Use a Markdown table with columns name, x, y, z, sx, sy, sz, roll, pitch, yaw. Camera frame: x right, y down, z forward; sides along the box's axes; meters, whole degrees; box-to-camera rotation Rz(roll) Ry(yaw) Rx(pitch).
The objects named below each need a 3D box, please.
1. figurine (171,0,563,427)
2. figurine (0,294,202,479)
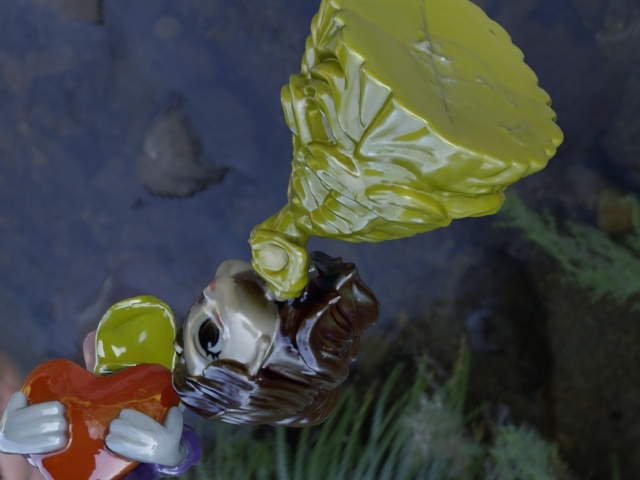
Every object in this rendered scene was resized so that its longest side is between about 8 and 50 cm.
| name | x | y | z | sx | sy | sz | roll | pitch | yaw |
| --- | --- | --- | --- | --- | --- | --- | --- | --- | --- |
| figurine | -0.004 | -0.001 | 0.997 | 0.315 | 0.168 | 0.187 | -54 | 52 | 31 |
| figurine | -0.148 | 0.177 | 1.157 | 0.154 | 0.420 | 0.193 | -2 | 131 | 6 |
